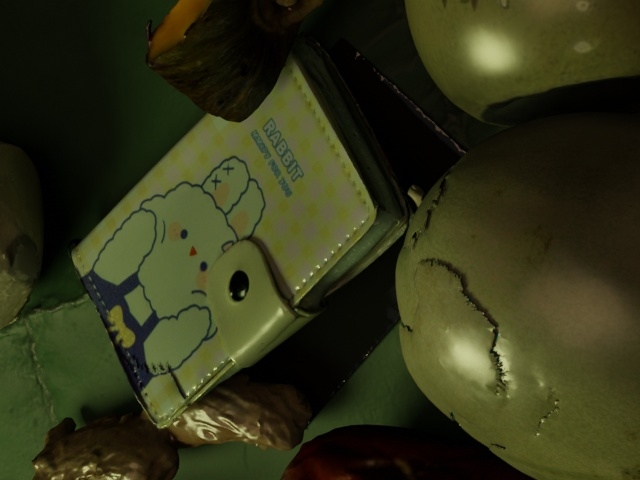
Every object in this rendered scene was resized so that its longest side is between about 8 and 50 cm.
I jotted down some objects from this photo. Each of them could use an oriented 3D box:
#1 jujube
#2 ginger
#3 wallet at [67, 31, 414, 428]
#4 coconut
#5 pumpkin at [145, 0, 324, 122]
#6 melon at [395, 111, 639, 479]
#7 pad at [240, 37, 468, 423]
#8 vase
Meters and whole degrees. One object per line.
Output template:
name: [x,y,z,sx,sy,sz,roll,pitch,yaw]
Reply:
jujube: [0.114,0.256,1.044,0.318,0.223,0.223,20,106,29]
ginger: [-0.145,0.177,1.224,0.290,0.122,0.084,-20,127,23]
wallet: [-0.078,-0.005,1.153,0.309,0.077,0.223,-42,62,26]
coconut: [-0.361,0.002,1.239,0.241,0.241,0.241,4,99,25]
pumpkin: [-0.063,-0.262,1.063,0.280,0.139,0.190,-52,55,10]
melon: [0.206,0.045,0.936,0.330,0.268,0.268,24,107,6]
pad: [0.000,0.000,1.179,0.202,0.005,0.300,44,113,15]
vase: [0.206,-0.248,0.916,0.329,0.241,0.302,-11,81,36]
